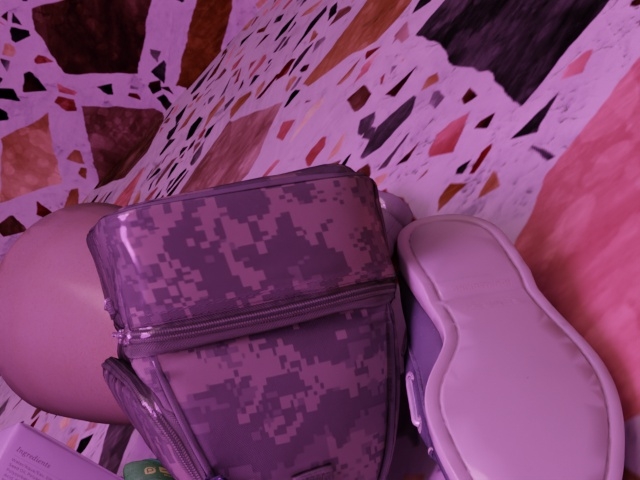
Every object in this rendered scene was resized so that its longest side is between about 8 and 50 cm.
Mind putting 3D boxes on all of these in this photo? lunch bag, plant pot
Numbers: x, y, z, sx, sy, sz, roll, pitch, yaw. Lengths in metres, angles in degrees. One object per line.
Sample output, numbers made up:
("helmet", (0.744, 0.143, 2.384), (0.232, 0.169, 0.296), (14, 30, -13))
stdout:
("lunch bag", (-0.060, 0.086, 0.841), (0.212, 0.256, 0.305), (-13, 2, -16))
("plant pot", (-0.185, 0.099, 1.162), (0.274, 0.256, 0.256), (11, 64, 50))

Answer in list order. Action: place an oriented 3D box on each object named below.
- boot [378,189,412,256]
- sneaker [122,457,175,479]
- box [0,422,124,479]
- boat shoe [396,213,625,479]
("boot", (0.000, 0.000, 1.112), (0.123, 0.095, 0.258), (-52, 27, -16))
("sneaker", (-0.149, 0.240, 0.895), (0.295, 0.109, 0.123), (-17, 49, 54))
("box", (-0.293, 0.292, 1.114), (0.181, 0.182, 0.119), (-27, 34, 51))
("boat shoe", (0.114, 0.101, 0.705), (0.319, 0.116, 0.099), (-103, 9, -57))
